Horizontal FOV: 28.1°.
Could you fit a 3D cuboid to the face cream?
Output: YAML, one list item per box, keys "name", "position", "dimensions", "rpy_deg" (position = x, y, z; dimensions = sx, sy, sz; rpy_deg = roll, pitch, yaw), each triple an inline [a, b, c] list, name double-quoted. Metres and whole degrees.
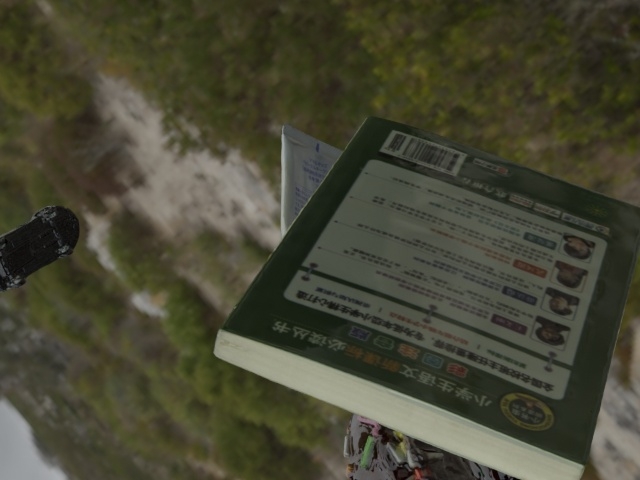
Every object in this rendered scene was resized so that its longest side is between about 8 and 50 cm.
- name: "face cream"
  position: [0.000, 0.000, 1.283]
  dimensions: [0.114, 0.070, 0.224]
  rpy_deg: [21, -123, -48]

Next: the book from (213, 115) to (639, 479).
- name: "book"
  position: [0.080, 0.021, 0.756]
  dimensions: [0.202, 0.264, 0.027]
  rpy_deg: [21, 126, 8]

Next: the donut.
- name: "donut"
  position: [0.141, 0.248, 1.486]
  dimensions: [0.259, 0.136, 0.345]
  rpy_deg: [46, -150, -5]

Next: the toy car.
- name: "toy car"
  position: [-0.225, 0.005, 0.991]
  dimensions: [0.025, 0.093, 0.041]
  rpy_deg: [1, 117, 40]
